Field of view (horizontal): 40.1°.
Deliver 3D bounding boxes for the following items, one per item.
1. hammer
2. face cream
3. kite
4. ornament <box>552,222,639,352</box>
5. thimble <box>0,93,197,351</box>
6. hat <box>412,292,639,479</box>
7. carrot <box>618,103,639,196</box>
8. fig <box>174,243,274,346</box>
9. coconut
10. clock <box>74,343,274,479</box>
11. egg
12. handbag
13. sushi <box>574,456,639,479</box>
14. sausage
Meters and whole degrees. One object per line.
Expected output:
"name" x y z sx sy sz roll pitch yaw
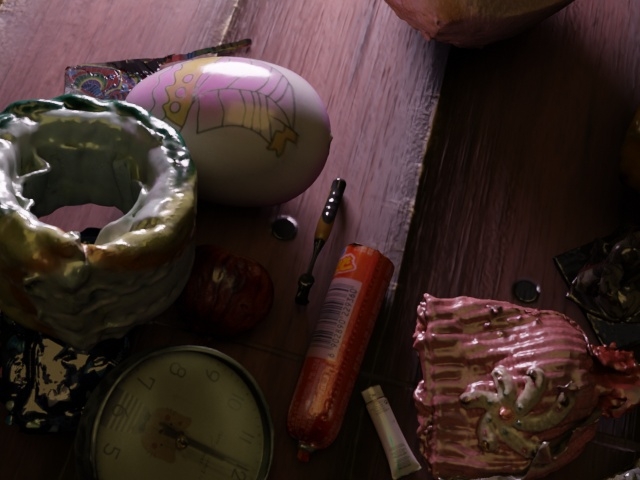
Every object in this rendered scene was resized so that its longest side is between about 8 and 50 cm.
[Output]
"hammer" 0.000 0.000 1.149 0.021 0.078 0.201 17 54 2
"face cream" 0.083 0.232 1.065 0.038 0.020 0.115 -19 69 -13
"kite" -0.223 -0.222 1.256 0.285 0.015 0.152 -17 68 -11
"ornament" 0.407 0.027 1.087 0.166 0.196 0.153 -21 68 -12
"thimble" -0.265 -0.025 0.978 0.254 0.167 0.288 -3 47 -13
"hat" 0.255 0.174 1.056 0.286 0.107 0.236 -2 75 1
"carrot" 0.564 -0.133 1.117 0.341 0.241 0.241 3 63 20
"fig" -0.135 0.067 1.074 0.150 0.128 0.128 -31 71 -11
"coconut" 0.228 -0.439 1.214 0.346 0.360 0.346 -8 28 5
"clock" -0.157 0.228 0.980 0.226 0.049 0.226 6 78 -29
"egg" -0.121 -0.144 1.129 0.271 0.196 0.196 20 66 0
"handbag" -0.308 0.104 1.049 0.162 0.113 0.260 1 63 -13
"sushi" 0.290 0.339 0.974 0.291 0.131 0.139 -14 65 -19
"sausage" 0.020 0.138 1.076 0.074 0.074 0.274 18 65 4
